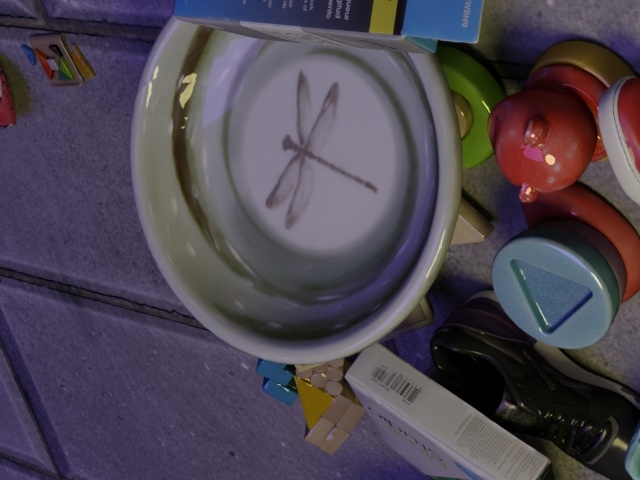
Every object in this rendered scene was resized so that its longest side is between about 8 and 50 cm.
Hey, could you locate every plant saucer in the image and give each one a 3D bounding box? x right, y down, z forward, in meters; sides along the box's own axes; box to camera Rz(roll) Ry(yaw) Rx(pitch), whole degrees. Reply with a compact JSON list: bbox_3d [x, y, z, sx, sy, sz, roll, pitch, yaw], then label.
[{"bbox_3d":[-0.013,-0.081,1.601,0.401,0.101,0.400,5,99,37],"label":"plant saucer"}]

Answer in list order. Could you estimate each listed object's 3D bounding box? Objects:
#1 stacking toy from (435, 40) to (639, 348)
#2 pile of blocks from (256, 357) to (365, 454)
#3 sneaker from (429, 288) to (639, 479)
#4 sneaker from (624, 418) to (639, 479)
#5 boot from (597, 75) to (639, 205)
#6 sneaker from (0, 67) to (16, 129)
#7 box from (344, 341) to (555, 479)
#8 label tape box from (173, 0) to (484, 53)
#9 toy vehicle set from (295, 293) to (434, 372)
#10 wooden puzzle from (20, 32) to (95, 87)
[{"bbox_3d":[0.168,-0.039,1.568,0.280,0.130,0.309,14,132,34],"label":"stacking toy"},{"bbox_3d":[-0.027,0.077,1.899,0.149,0.112,0.362,-4,120,7],"label":"pile of blocks"},{"bbox_3d":[0.233,0.181,1.701,0.283,0.124,0.107,38,127,14],"label":"sneaker"},{"bbox_3d":[0.393,0.169,1.537,0.110,0.122,0.283,46,144,4],"label":"sneaker"},{"bbox_3d":[0.363,-0.056,1.401,0.176,0.088,0.244,-16,118,52],"label":"boot"},{"bbox_3d":[-0.528,-0.212,2.188,0.299,0.112,0.120,24,138,30],"label":"sneaker"},{"bbox_3d":[0.156,0.236,1.797,0.232,0.058,0.322,34,170,21],"label":"box"},{"bbox_3d":[0.044,-0.292,1.397,0.348,0.115,0.249,11,92,39],"label":"label tape box"},{"bbox_3d":[0.000,0.000,1.758,0.166,0.035,0.266,-20,110,10],"label":"toy vehicle set"},{"bbox_3d":[-0.336,-0.227,2.052,0.116,0.014,0.078,-5,118,49],"label":"wooden puzzle"}]
